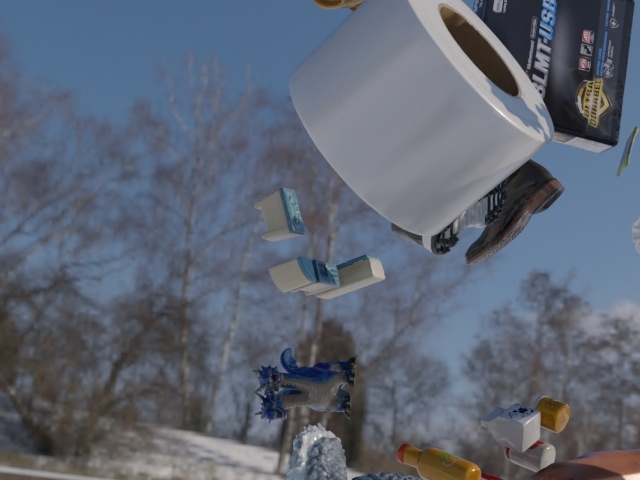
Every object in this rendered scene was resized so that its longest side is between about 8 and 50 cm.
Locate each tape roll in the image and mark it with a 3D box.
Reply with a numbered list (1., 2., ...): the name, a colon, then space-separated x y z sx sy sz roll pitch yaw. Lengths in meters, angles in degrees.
1. tape roll: 0.110 -0.150 1.278 0.169 0.246 0.246 -41 -40 25

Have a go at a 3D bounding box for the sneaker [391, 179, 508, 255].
1. sneaker: 0.179 -0.051 1.675 0.106 0.078 0.234 17 30 31

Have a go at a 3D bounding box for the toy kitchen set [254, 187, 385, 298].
1. toy kitchen set: 0.000 0.000 2.070 0.122 0.166 0.207 -20 -16 23

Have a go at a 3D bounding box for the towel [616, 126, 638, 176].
1. towel: 0.555 -0.160 2.143 0.009 0.083 0.060 20 -24 4

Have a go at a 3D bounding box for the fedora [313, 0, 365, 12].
1. fedora: 0.024 -0.427 1.921 0.194 0.079 0.194 44 -22 23

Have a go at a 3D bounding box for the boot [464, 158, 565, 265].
1. boot: 0.304 -0.056 2.015 0.219 0.106 0.082 -45 -16 26

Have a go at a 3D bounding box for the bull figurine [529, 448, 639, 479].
1. bull figurine: 0.349 0.314 1.434 0.310 0.101 0.188 8 -40 -35

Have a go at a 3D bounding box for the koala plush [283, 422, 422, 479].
1. koala plush: 0.041 0.222 0.778 0.196 0.203 0.221 37 -27 30

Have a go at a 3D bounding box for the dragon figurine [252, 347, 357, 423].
1. dragon figurine: -0.023 0.206 1.730 0.144 0.085 0.289 8 5 2

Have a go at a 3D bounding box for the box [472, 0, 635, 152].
1. box: 0.408 -0.333 2.139 0.293 0.295 0.073 14 -13 -15

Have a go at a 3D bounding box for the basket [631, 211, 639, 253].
1. basket: 0.694 -0.022 1.732 0.266 0.331 0.328 -7 -41 -28

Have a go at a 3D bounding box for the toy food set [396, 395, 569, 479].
1. toy food set: 0.203 0.261 1.470 0.104 0.111 0.232 18 32 39
